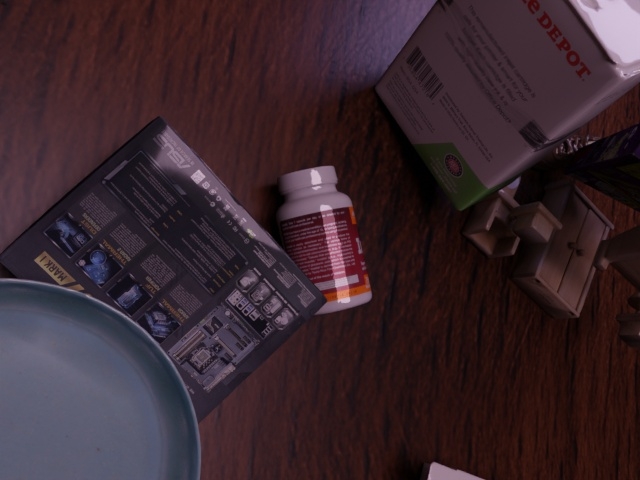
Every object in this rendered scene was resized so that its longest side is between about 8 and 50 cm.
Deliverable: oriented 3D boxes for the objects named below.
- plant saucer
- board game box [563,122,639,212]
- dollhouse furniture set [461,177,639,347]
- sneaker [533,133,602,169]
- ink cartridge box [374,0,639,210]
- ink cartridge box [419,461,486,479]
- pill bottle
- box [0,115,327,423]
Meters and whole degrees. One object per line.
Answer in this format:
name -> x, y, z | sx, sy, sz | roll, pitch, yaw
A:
plant saucer -> -0.256, 0.186, 0.509 | 0.318, 0.044, 0.317 | -1, 93, -23
board game box -> 0.416, -0.057, 0.747 | 0.208, 0.347, 0.056 | 33, 98, 7
dollhouse furniture set -> 0.418, -0.018, 0.798 | 0.303, 0.356, 0.173 | 38, 64, -20
sneaker -> 0.380, -0.141, 0.959 | 0.189, 0.071, 0.066 | 1, 82, -32
ink cartridge box -> 0.208, -0.189, 0.718 | 0.115, 0.273, 0.198 | -25, 78, -32
ink cartridge box -> 0.167, 0.331, 0.763 | 0.181, 0.062, 0.104 | 28, 69, -25
pill bottle -> 0.000, 0.000, 0.698 | 0.086, 0.086, 0.151 | -12, 89, -32
box -> -0.136, 0.033, 0.593 | 0.183, 0.059, 0.232 | -44, 106, -6
